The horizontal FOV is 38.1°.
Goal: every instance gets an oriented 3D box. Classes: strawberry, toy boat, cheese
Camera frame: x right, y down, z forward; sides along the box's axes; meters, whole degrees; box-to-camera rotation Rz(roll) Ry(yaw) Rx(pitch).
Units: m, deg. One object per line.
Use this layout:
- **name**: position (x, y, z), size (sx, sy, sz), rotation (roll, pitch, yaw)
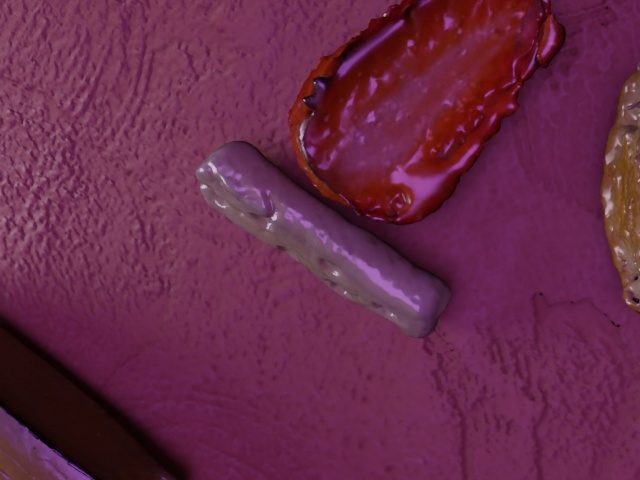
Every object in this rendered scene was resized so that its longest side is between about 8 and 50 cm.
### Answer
- **strawberry**: position (0.067, -0.095, 0.599), size (0.188, 0.082, 0.121), rotation (-39, 104, 7)
- **toy boat**: position (-0.247, 0.144, 0.704), size (0.321, 0.089, 0.121), rotation (35, 116, 10)
- **cheese**: position (0.000, 0.000, 0.629), size (0.194, 0.065, 0.043), rotation (34, 64, 8)

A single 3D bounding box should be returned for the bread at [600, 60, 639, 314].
- **bread**: position (0.285, -0.028, 0.514), size (0.246, 0.121, 0.174), rotation (-2, 103, 12)
